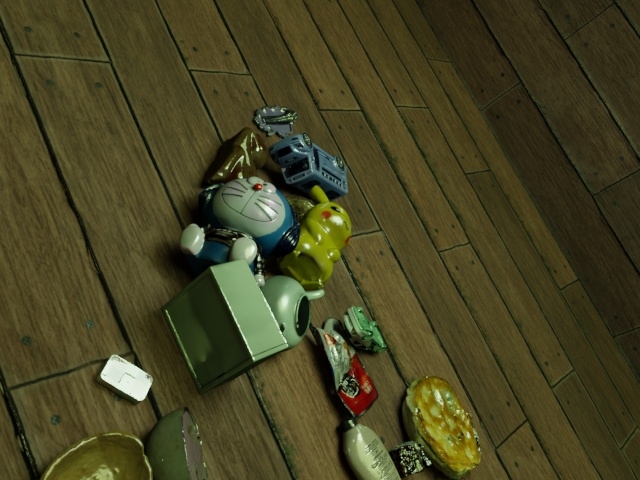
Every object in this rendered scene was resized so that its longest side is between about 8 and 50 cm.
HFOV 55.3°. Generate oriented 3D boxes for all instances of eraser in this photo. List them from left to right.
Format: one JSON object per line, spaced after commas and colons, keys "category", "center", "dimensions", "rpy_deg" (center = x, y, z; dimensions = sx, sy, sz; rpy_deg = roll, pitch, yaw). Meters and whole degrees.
{"category": "eraser", "center": [-0.410, 0.291, 1.283], "dimensions": [0.105, 0.026, 0.065], "rpy_deg": [37, 39, -19]}

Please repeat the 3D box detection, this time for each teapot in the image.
{"category": "teapot", "center": [-0.095, 0.186, 1.546], "dimensions": [0.294, 0.130, 0.193], "rpy_deg": [-45, 132, -64]}

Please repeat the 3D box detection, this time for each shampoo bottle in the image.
{"category": "shampoo bottle", "center": [0.131, 0.572, 1.571], "dimensions": [0.127, 0.078, 0.256], "rpy_deg": [-21, 79, -47]}

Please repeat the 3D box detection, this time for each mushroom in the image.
{"category": "mushroom", "center": [-0.294, 0.435, 1.227], "dimensions": [0.117, 0.141, 0.188], "rpy_deg": [-7, 59, -10]}

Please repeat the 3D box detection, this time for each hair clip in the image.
{"category": "hair clip", "center": [-0.142, -0.403, 2.038], "dimensions": [0.195, 0.052, 0.124], "rpy_deg": [-23, 74, -45]}

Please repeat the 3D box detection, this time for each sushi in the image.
{"category": "sushi", "center": [0.227, 0.588, 1.640], "dimensions": [0.094, 0.098, 0.084], "rpy_deg": [-3, 62, -41]}

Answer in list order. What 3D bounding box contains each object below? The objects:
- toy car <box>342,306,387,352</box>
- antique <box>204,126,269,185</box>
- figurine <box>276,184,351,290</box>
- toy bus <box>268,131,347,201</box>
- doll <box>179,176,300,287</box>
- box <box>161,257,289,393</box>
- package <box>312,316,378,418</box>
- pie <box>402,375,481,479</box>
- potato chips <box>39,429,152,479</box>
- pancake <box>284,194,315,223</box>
{"category": "toy car", "center": [0.123, 0.266, 1.762], "dimensions": [0.224, 0.076, 0.090], "rpy_deg": [48, 15, -56]}
{"category": "antique", "center": [-0.226, -0.214, 1.763], "dimensions": [0.143, 0.121, 0.256], "rpy_deg": [42, 40, -26]}
{"category": "figurine", "center": [-0.003, 0.005, 1.768], "dimensions": [0.218, 0.169, 0.326], "rpy_deg": [55, 50, -23]}
{"category": "toy bus", "center": [-0.032, -0.220, 1.904], "dimensions": [0.292, 0.126, 0.133], "rpy_deg": [25, 50, -54]}
{"category": "doll", "center": [-0.200, -0.028, 1.566], "dimensions": [0.284, 0.240, 0.310], "rpy_deg": [22, 55, 3]}
{"category": "box", "center": [-0.217, 0.193, 1.387], "dimensions": [0.117, 0.225, 0.225], "rpy_deg": [-14, 73, -49]}
{"category": "package", "center": [0.065, 0.343, 1.689], "dimensions": [0.194, 0.071, 0.269], "rpy_deg": [-19, 82, -56]}
{"category": "pie", "center": [0.355, 0.545, 1.812], "dimensions": [0.315, 0.092, 0.315], "rpy_deg": [31, 40, -30]}
{"category": "potato chips", "center": [-0.413, 0.452, 1.124], "dimensions": [0.195, 0.062, 0.208], "rpy_deg": [30, 52, -17]}
{"category": "pancake", "center": [-0.059, -0.061, 1.893], "dimensions": [0.184, 0.020, 0.190], "rpy_deg": [2, 62, -45]}
